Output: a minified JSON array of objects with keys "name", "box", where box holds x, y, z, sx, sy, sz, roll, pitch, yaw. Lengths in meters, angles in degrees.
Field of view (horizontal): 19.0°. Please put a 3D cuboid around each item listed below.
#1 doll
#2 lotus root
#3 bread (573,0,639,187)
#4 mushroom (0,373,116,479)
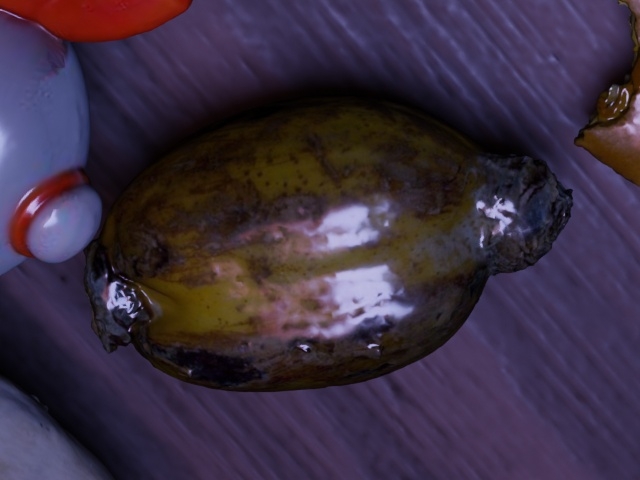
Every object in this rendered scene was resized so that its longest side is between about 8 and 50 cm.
[{"name":"doll","box":[-0.131,-0.101,0.767,0.199,0.105,0.336,30,105,16]},{"name":"lotus root","box":[0.000,0.000,0.782,0.209,0.120,0.120,-11,107,10]},{"name":"bread","box":[0.161,-0.130,0.745,0.088,0.049,0.226,28,112,-2]},{"name":"mushroom","box":[-0.132,0.118,0.825,0.092,0.081,0.223,-51,127,-4]}]
